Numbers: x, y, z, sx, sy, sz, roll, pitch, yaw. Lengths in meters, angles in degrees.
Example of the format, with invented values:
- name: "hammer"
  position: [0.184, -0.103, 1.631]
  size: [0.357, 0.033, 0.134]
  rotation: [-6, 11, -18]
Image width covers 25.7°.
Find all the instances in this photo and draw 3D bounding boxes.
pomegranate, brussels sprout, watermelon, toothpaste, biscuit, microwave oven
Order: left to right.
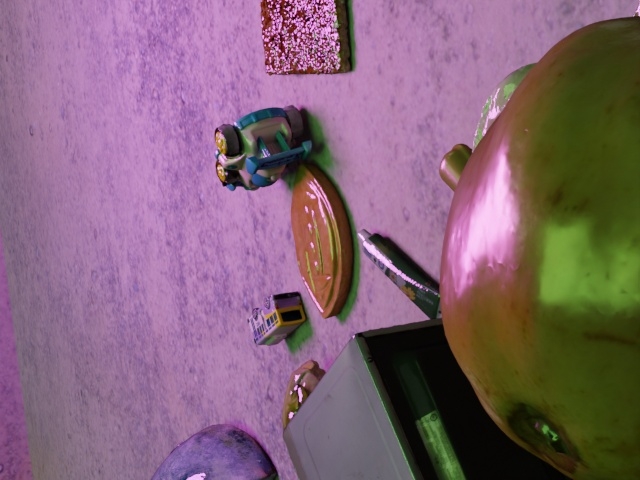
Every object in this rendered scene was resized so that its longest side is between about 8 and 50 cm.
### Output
- name: "watermelon"
  position: [-0.225, 0.410, 2.329]
  size: [0.175, 0.188, 0.322]
  rotation: [61, 140, 27]
- name: "biscuit"
  position: [-0.026, -0.292, 1.943]
  size: [0.231, 0.025, 0.131]
  rotation: [8, 104, 61]
- name: "brussels sprout"
  position: [-0.007, 0.265, 1.992]
  size: [0.181, 0.100, 0.139]
  rotation: [65, 169, 4]
- name: "biscuit"
  position: [0.000, 0.000, 1.969]
  size: [0.142, 0.028, 0.221]
  rotation: [-4, 93, 62]
- name: "toothpaste"
  position: [0.103, 0.041, 1.786]
  size: [0.204, 0.031, 0.049]
  rotation: [45, 136, 46]
- name: "microwave oven"
  position: [0.146, 0.296, 1.575]
  size: [0.355, 0.218, 0.286]
  rotation: [67, 147, 27]
- name: "pomegranate"
  position: [0.294, 0.015, 1.085]
  size: [0.411, 0.411, 0.412]
  rotation: [25, 119, 58]

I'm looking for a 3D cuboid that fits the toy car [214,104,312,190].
- name: "toy car"
  position: [-0.084, -0.108, 1.997]
  size: [0.098, 0.126, 0.161]
  rotation: [60, 153, 30]

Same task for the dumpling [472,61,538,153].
- name: "dumpling"
  position: [0.232, -0.114, 1.425]
  size: [0.199, 0.118, 0.136]
  rotation: [-12, 77, 34]

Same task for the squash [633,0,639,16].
- name: "squash"
  position: [0.366, -0.198, 1.230]
  size: [0.219, 0.041, 0.219]
  rotation: [27, 123, 52]

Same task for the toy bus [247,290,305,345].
- name: "toy bus"
  position: [-0.066, 0.118, 2.100]
  size: [0.102, 0.052, 0.058]
  rotation: [-45, 58, 54]

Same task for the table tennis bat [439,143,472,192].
- name: "table tennis bat"
  position: [0.225, 0.010, 1.519]
  size: [0.321, 0.050, 0.198]
  rotation: [55, 141, 36]
